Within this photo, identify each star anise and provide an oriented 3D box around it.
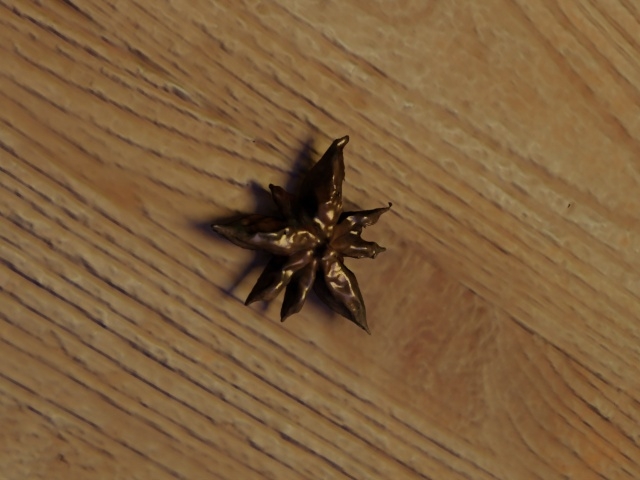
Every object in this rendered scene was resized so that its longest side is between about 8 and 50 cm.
[{"bbox_3d":[0.002,0.011,0.935,0.124,0.056,0.129,-35,114,-16],"label":"star anise"}]
